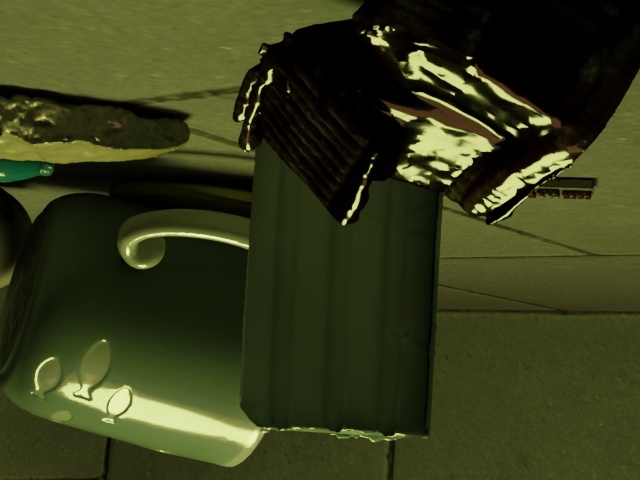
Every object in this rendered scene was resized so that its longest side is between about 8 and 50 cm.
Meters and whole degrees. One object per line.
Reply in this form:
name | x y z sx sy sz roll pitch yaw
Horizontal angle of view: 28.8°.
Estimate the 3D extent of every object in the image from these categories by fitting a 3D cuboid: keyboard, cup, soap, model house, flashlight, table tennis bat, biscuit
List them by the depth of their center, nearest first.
model house | 0.058 -0.093 0.645 0.164 0.141 0.203 27 146 -12
soap | 0.017 0.028 0.973 0.150 0.261 0.094 4 177 2
biscuit | -0.239 -0.090 1.042 0.265 0.040 0.188 2 175 15
flashlight | -0.310 -0.077 1.155 0.129 0.051 0.051 2 175 -29
keyboard | 0.187 -0.051 1.238 0.166 0.017 0.055 2 173 13
cup | -0.174 0.067 1.317 0.274 0.259 0.356 16 144 -20
table tennis bat | -0.066 -0.036 1.378 0.369 0.054 0.224 4 173 29

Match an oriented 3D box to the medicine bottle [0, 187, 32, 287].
medicine bottle | -0.400 -0.021 1.308 0.130 0.130 0.341 3 173 0
